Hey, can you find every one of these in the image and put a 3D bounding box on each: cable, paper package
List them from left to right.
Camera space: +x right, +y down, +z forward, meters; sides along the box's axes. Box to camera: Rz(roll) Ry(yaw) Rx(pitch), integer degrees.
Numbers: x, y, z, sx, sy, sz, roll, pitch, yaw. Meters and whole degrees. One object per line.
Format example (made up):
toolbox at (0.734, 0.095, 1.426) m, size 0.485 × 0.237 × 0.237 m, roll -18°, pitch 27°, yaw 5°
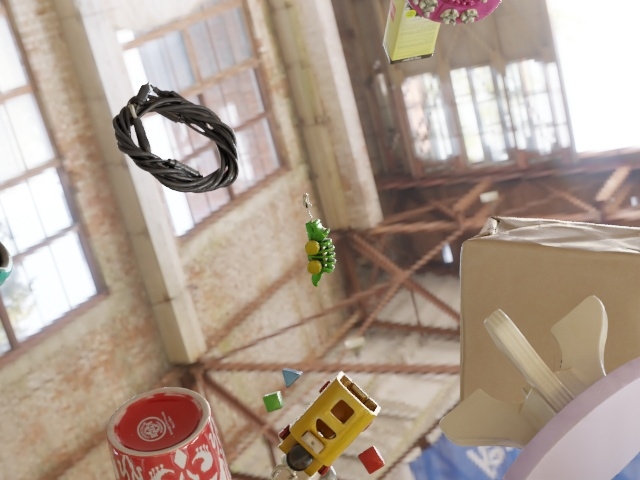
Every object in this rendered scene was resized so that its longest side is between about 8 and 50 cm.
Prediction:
cable at (-0.192, -0.134, 1.508) m, size 0.047 × 0.184 × 0.150 m, roll -44°, pitch -167°, yaw 42°
paper package at (0.384, 0.144, 1.757) m, size 0.309 × 0.325 × 0.168 m, roll 5°, pitch -162°, yaw 21°

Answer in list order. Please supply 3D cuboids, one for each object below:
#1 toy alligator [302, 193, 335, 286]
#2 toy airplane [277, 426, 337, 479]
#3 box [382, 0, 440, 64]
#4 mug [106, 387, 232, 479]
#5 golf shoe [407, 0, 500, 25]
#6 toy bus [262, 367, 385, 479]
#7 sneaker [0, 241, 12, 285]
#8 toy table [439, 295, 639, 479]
toy alligator at (0.000, 0.000, 2.120) m, size 0.051 × 0.190 × 0.056 m, roll 0°, pitch -161°, yaw 17°
toy airplane at (-0.118, 0.503, 1.865) m, size 0.386 × 0.272 × 0.384 m, roll -17°, pitch -134°, yaw 7°
box at (0.169, -0.409, 1.927) m, size 0.087 × 0.232 × 0.058 m, roll -13°, pitch -118°, yaw -12°
mug at (-0.143, 0.221, 0.987) m, size 0.150 × 0.169 × 0.113 m, roll 14°, pitch -142°, yaw 33°
golf shoe at (0.124, -0.399, 1.510) m, size 0.306 × 0.140 × 0.115 m, roll 17°, pitch 136°, yaw -33°
toy bus at (0.000, 0.306, 1.734) m, size 0.191 × 0.202 × 0.104 m, roll -4°, pitch -179°, yaw 9°
sneaker at (-0.436, 0.079, 1.235) m, size 0.123 × 0.178 × 0.295 m, roll 22°, pitch -145°, yaw -5°
toy table at (0.281, 0.199, 1.319) m, size 0.274 × 0.252 × 0.161 m, roll -32°, pitch -132°, yaw -12°
